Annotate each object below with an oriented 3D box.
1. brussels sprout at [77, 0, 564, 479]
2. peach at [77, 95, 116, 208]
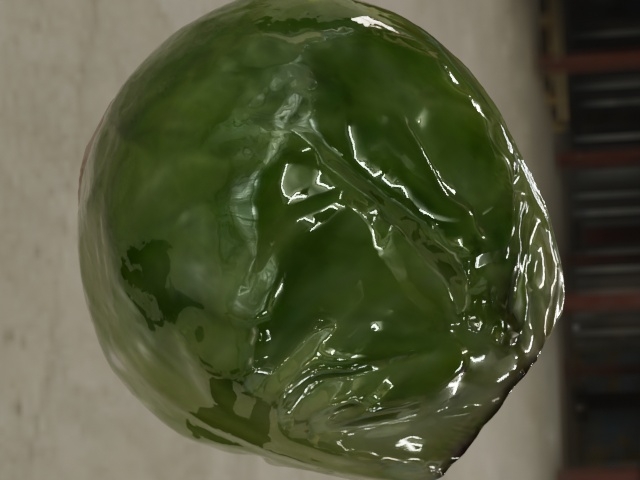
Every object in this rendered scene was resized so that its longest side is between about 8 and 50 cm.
[{"bbox_3d":[0.000,0.000,0.889,0.244,0.244,0.244,-3,90,-78],"label":"brussels sprout"},{"bbox_3d":[-0.051,-0.032,1.209,0.232,0.232,0.257,65,10,-60],"label":"peach"}]
